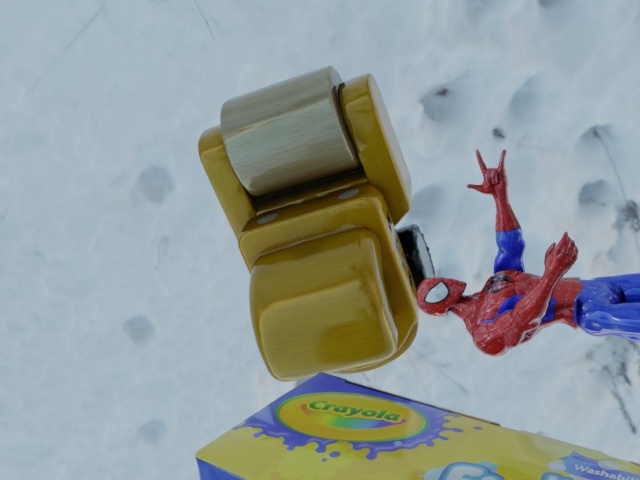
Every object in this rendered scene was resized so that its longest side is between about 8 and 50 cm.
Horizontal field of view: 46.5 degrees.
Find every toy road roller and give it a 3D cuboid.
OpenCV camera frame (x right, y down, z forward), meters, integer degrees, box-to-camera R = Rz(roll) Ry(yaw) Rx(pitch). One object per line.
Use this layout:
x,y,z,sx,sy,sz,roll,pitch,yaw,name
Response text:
0.000,0.000,0.808,0.202,0.240,0.329,-16,112,15,toy road roller

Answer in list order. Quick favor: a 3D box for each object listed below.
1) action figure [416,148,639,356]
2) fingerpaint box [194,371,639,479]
0.193,0.014,0.492,0.280,0.091,0.139,-3,120,25,action figure
0.138,0.330,0.510,0.163,0.445,0.371,-24,115,-46,fingerpaint box
